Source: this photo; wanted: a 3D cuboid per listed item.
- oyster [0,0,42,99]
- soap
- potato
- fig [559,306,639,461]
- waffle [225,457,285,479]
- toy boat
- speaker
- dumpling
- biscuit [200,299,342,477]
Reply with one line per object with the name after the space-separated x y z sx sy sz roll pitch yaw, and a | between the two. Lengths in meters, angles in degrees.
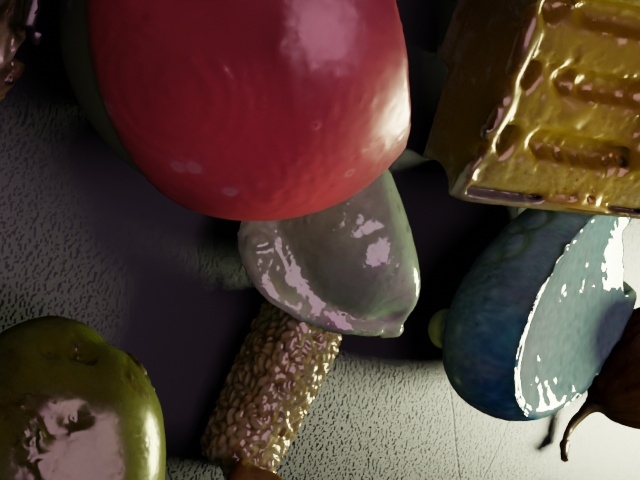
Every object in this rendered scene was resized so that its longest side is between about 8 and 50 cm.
-0.225 -0.240 0.869 0.197 0.133 0.337 -5 112 -18 | oyster
0.264 -0.155 1.310 0.281 0.143 0.259 5 112 -30 | soap
-0.206 0.183 0.999 0.186 0.148 0.253 -11 108 -43 | potato
0.372 0.152 1.557 0.149 0.202 0.148 -12 85 -56 | fig
-0.112 0.374 1.055 0.348 0.077 0.304 -50 151 -61 | waffle
0.223 0.060 1.418 0.330 0.123 0.215 -40 134 -43 | toy boat
-0.051 -0.155 0.959 0.294 0.294 0.294 -13 110 -41 | speaker
0.003 -0.003 1.176 0.149 0.105 0.217 -22 96 -3 | dumpling
-0.042 0.134 1.197 0.082 0.070 0.168 29 85 -36 | biscuit
